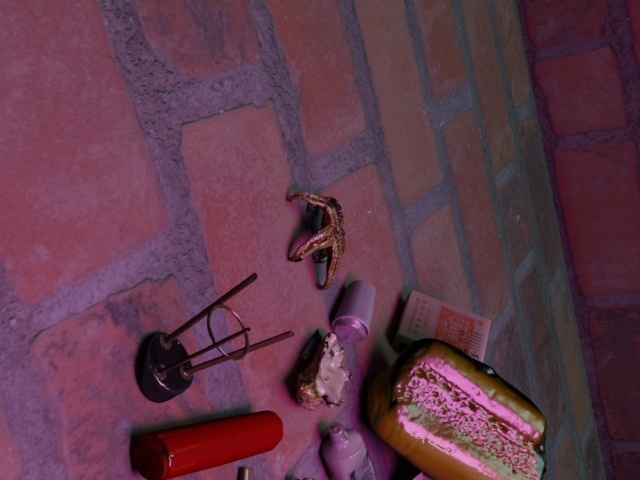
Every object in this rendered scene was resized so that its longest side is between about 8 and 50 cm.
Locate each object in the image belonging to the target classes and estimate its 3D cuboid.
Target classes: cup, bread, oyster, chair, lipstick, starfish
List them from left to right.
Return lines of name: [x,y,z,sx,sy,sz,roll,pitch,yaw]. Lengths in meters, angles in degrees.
chair: [-0.157,0.137,1.086,0.104,0.221,0.095,21,42,-54]
lipstick: [-0.156,0.297,1.158,0.280,0.073,0.073,9,76,-59]
starfish: [-0.001,0.001,1.487,0.146,0.074,0.190,-10,94,-65]
oyster: [0.004,0.248,1.450,0.209,0.072,0.133,-76,151,-58]
cup: [0.070,0.151,1.584,0.116,0.074,0.104,-70,164,-45]
bread: [0.277,0.373,1.634,0.376,0.208,0.251,34,73,-7]

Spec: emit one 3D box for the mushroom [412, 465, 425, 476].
mushroom: [0.263,0.490,1.779,0.148,0.112,0.148,161,-90,-82]

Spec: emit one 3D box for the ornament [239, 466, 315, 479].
ornament: [-0.093,0.482,1.233,0.230,0.061,0.245,36,51,-49]

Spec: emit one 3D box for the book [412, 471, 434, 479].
book: [0.210,0.559,1.690,0.182,0.127,0.014,43,7,-47]

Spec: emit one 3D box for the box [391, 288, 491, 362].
box: [0.275,0.209,1.790,0.058,0.201,0.141,111,3,-49]

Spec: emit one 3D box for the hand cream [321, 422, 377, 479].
hand cream: [0.070,0.480,1.522,0.124,0.078,0.340,-52,136,-46]

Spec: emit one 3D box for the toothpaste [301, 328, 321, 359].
toothpaste: [-0.015,0.195,1.475,0.083,0.015,0.024,-50,125,-58]
